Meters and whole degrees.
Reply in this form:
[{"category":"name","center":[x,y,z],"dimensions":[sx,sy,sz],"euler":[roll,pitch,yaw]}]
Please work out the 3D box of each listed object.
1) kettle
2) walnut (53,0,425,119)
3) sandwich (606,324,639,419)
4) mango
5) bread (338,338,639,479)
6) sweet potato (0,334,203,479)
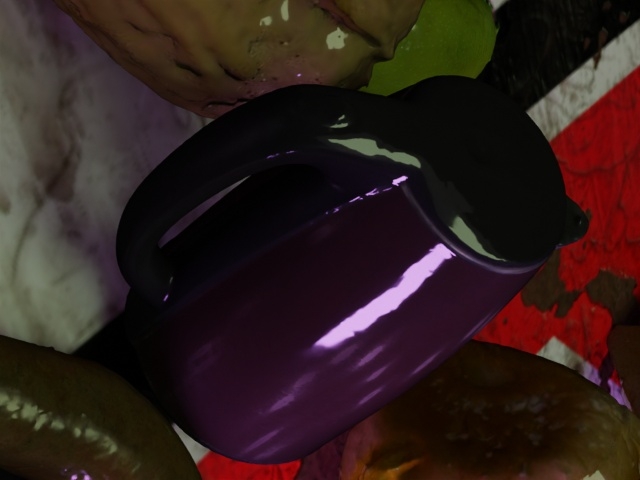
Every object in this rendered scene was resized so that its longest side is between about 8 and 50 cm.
[{"category":"kettle","center":[0.000,0.000,0.795],"dimensions":[0.202,0.232,0.144],"euler":[21,53,-26]},{"category":"walnut","center":[-0.043,-0.162,0.750],"dimensions":[0.245,0.198,0.198],"euler":[34,76,-48]},{"category":"sandwich","center":[0.297,0.122,1.256],"dimensions":[0.235,0.128,0.122],"euler":[-48,136,-26]},{"category":"mango","center":[0.058,-0.128,0.954],"dimensions":[0.165,0.074,0.091],"euler":[-9,106,-47]},{"category":"bread","center":[0.124,0.206,1.034],"dimensions":[0.176,0.195,0.246],"euler":[-50,133,-32]},{"category":"sweet potato","center":[-0.116,0.141,0.844],"dimensions":[0.108,0.079,0.346],"euler":[-27,126,-7]}]
